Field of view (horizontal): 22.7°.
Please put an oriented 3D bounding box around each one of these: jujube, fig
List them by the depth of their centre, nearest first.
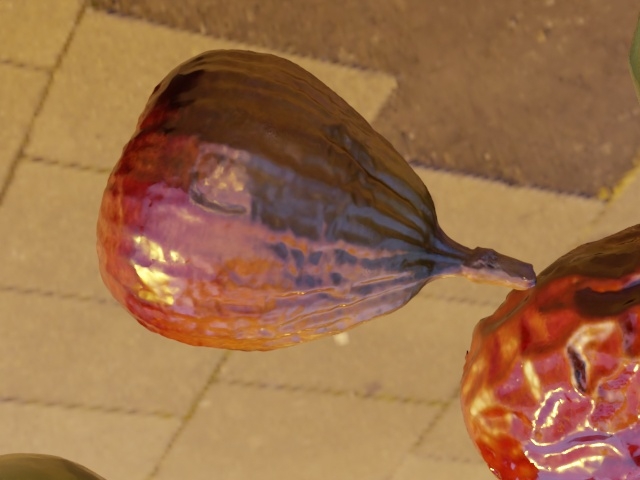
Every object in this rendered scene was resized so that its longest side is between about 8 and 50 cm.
[{"bbox_3d":[-0.012,-0.001,0.599,0.153,0.119,0.119,31,125,-23],"label":"fig"},{"bbox_3d":[0.230,0.076,1.052,0.290,0.197,0.197,-23,143,27],"label":"jujube"}]

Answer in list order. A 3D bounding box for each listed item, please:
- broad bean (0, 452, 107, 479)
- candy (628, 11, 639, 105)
[{"bbox_3d":[-0.080,0.216,0.694,0.119,0.291,0.238,-35,143,-10],"label":"broad bean"},{"bbox_3d":[0.257,-0.009,0.800,0.142,0.344,0.132,-14,142,1],"label":"candy"}]
